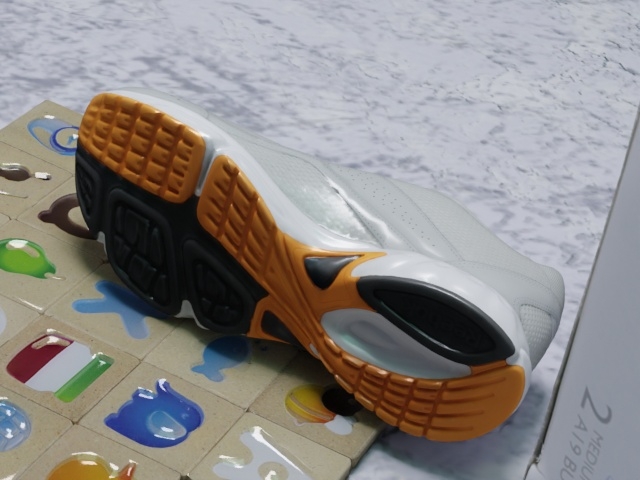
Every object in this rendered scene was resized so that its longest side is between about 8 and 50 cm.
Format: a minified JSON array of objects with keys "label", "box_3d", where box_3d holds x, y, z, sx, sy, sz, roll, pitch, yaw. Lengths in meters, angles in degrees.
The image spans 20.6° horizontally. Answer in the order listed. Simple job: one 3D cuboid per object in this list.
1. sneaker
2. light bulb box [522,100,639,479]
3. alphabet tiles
[{"label":"sneaker","box_3d":[0.000,0.000,0.870,0.262,0.099,0.121,32,31,15]},{"label":"light bulb box","box_3d":[0.315,-0.002,0.738,0.361,0.358,0.225,-14,40,-35]},{"label":"alphabet tiles","box_3d":[-0.122,0.026,0.873,0.342,0.011,0.285,23,35,17]}]
